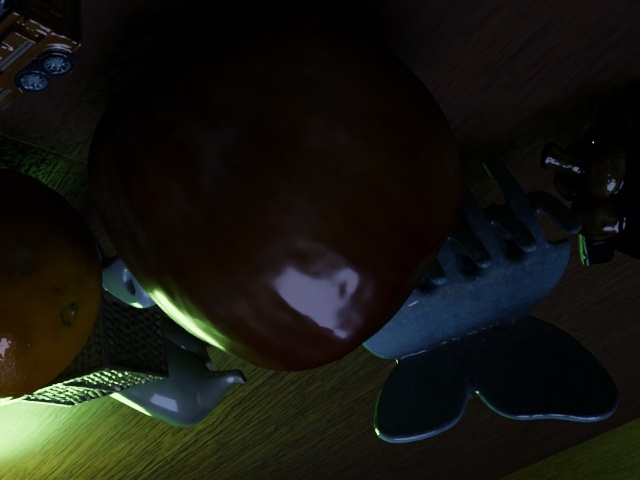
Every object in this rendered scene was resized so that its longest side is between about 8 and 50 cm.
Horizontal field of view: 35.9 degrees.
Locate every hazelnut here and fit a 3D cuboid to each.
[{"bbox_3d":[-0.043,-0.046,0.978,0.365,0.366,0.366,-10,155,-5],"label":"hazelnut"}]

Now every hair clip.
[{"bbox_3d":[0.166,0.058,1.286,0.318,0.392,0.238,-17,133,-9],"label":"hair clip"}]

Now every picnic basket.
[{"bbox_3d":[-0.332,0.135,1.393,0.196,0.154,0.134,-20,157,28],"label":"picnic basket"}]

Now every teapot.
[{"bbox_3d":[-0.263,0.205,1.601,0.220,0.149,0.318,32,167,-14],"label":"teapot"}]

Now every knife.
[{"bbox_3d":[-0.268,0.028,1.208,0.044,0.080,0.331,-22,-165,-29],"label":"knife"}]

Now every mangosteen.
[{"bbox_3d":[0.389,-0.080,1.235,0.250,0.211,0.211,11,150,-13],"label":"mangosteen"}]

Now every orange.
[{"bbox_3d":[-0.365,0.051,1.083,0.261,0.261,0.261,-10,155,-5],"label":"orange"}]

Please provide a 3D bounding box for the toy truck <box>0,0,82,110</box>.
[{"bbox_3d":[-0.297,-0.169,0.852,0.177,0.080,0.115,-30,145,32],"label":"toy truck"}]

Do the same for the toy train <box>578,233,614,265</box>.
[{"bbox_3d":[0.422,-0.038,1.518,0.055,0.048,0.252,-12,150,10],"label":"toy train"}]
